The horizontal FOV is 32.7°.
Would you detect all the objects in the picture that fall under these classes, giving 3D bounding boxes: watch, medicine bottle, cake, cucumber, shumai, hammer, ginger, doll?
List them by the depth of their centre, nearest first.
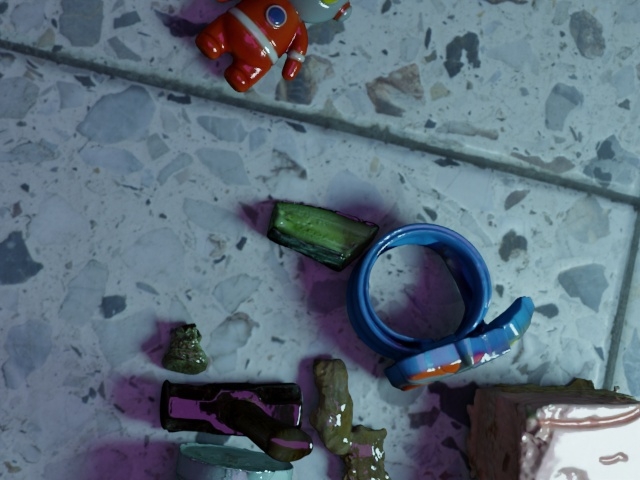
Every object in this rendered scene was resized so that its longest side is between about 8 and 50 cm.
[{"bbox_3d":[-0.107,0.295,1.723,0.242,0.409,0.095,4,91,-18],"label":"hammer"},{"bbox_3d":[-0.164,0.495,1.790,0.244,0.245,0.290,11,90,-14],"label":"medicine bottle"},{"bbox_3d":[-0.229,0.182,1.871,0.082,0.083,0.080,40,47,-38],"label":"shumai"},{"bbox_3d":[-0.053,-0.404,1.873,0.336,0.105,0.200,-42,100,-9],"label":"doll"},{"bbox_3d":[0.210,0.097,1.900,0.305,0.241,0.275,-23,83,-13],"label":"watch"},{"bbox_3d":[0.418,0.407,1.902,0.293,0.307,0.314,1,90,-12],"label":"cake"},{"bbox_3d":[0.000,0.000,1.909,0.193,0.086,0.115,21,42,-12],"label":"cucumber"},{"bbox_3d":[0.056,0.345,1.924,0.122,0.084,0.290,-25,96,-6],"label":"ginger"}]
